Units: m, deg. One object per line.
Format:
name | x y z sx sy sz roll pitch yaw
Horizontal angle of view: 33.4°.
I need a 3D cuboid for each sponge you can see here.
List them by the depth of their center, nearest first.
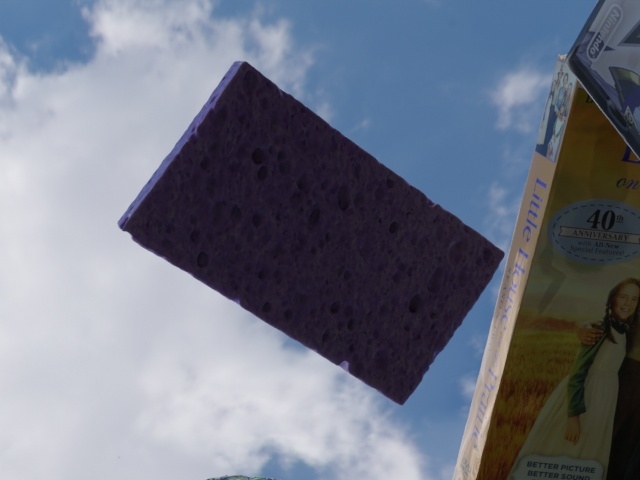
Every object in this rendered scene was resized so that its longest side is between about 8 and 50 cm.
sponge | 0.000 0.000 0.631 0.210 0.031 0.117 34 -90 -22

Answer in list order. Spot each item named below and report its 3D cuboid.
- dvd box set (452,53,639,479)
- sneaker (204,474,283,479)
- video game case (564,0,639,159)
dvd box set | 0.312 0.066 0.962 0.308 0.062 0.420 9 -75 -12
sneaker | -0.130 0.429 1.190 0.134 0.146 0.343 41 -120 -39
video game case | 0.220 -0.072 0.388 0.035 0.275 0.248 -19 -117 -25
